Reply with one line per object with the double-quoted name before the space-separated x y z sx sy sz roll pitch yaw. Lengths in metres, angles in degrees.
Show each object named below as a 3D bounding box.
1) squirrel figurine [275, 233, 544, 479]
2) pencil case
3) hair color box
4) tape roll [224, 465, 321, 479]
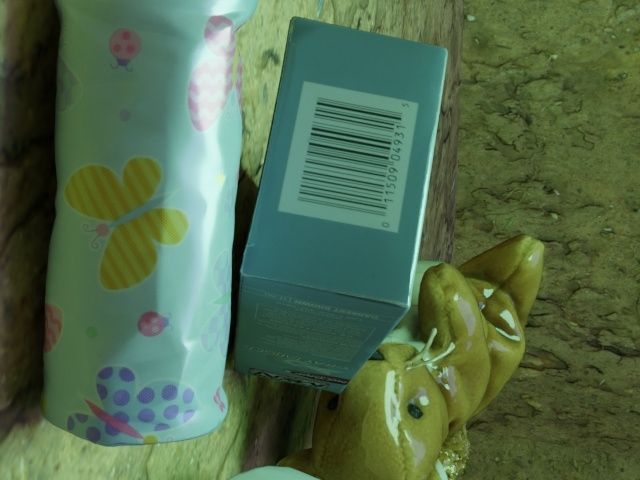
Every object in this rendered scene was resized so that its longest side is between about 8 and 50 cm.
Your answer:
"squirrel figurine" 0.091 0.206 1.111 0.370 0.281 0.397 -63 160 -63
"pencil case" -0.101 -0.020 0.557 0.124 0.113 0.273 -86 -179 -82
"hair color box" 0.000 0.000 0.779 0.374 0.114 0.185 107 -6 -72
"tape roll" -0.038 0.337 0.782 0.286 0.100 0.286 -16 111 -47
